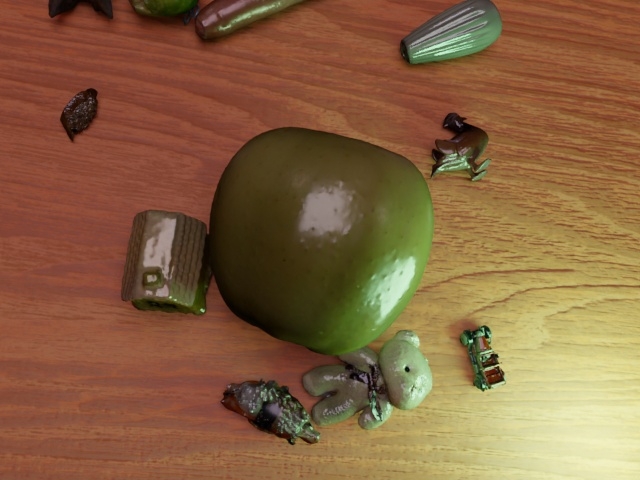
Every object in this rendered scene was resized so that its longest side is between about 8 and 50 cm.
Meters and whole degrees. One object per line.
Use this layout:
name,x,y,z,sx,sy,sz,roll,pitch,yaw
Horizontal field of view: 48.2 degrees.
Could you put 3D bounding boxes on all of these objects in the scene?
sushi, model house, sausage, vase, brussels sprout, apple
sushi,-0.541,-0.285,1.614,0.055,0.052,0.120,29,71,14
model house,-0.310,0.046,1.473,0.175,0.234,0.193,9,77,-7
sausage,-0.117,-0.595,1.736,0.419,0.094,0.094,-28,61,-14
vase,0.319,-0.510,1.774,0.248,0.128,0.128,-22,81,-5
sushi,-0.094,0.353,1.505,0.226,0.103,0.097,30,57,-3
brussels sprout,-0.360,-0.591,1.653,0.181,0.144,0.161,-33,75,-23
apple,0.000,0.000,1.437,0.474,0.473,0.473,2,76,-9

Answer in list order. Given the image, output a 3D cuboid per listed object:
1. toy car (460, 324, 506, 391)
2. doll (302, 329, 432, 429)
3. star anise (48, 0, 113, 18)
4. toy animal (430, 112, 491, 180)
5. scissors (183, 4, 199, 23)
toy car,0.372,0.265,1.623,0.073,0.054,0.143,-13,80,-13
doll,0.105,0.312,1.534,0.278,0.149,0.175,-18,113,0
star anise,-0.551,-0.648,1.671,0.315,0.108,0.315,2,74,-6
toy animal,0.320,-0.222,1.725,0.188,0.089,0.179,-27,69,-15
scissors,-0.310,-0.577,1.733,0.014,0.058,0.119,27,53,-41
